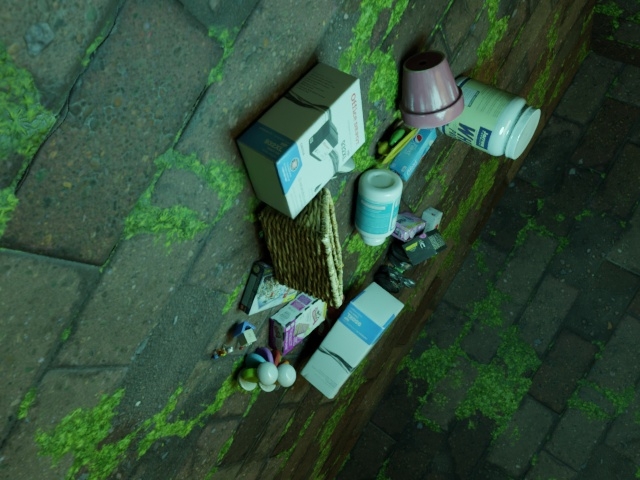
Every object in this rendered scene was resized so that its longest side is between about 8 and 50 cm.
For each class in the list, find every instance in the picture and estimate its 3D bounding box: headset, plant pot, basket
[{"bbox_3d":[0.356,0.134,2.360,0.243,0.185,0.394,-63,166,8],"label":"headset"},{"bbox_3d":[0.336,-0.477,1.670,0.201,0.201,0.180,-46,136,-25],"label":"plant pot"},{"bbox_3d":[0.000,0.000,1.477,0.213,0.223,0.299,-48,143,-34],"label":"basket"}]

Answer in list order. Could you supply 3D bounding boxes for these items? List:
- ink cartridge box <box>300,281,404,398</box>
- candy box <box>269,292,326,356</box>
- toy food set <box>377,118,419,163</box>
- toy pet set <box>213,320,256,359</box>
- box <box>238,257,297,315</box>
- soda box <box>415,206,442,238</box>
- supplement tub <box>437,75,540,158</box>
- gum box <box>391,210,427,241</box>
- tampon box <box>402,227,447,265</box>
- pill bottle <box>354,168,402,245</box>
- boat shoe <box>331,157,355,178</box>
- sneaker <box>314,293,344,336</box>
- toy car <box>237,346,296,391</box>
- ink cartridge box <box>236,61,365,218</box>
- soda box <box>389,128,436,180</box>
[{"bbox_3d":[0.126,0.390,2.125,0.395,0.166,0.285,-57,167,23],"label":"ink cartridge box"},{"bbox_3d":[-0.074,0.272,1.868,0.233,0.071,0.159,-38,147,-38],"label":"candy box"},{"bbox_3d":[0.255,-0.345,1.806,0.218,0.071,0.128,-44,175,-25],"label":"toy food set"},{"bbox_3d":[-0.255,0.292,1.605,0.114,0.065,0.122,-32,167,33],"label":"toy pet set"},{"bbox_3d":[-0.135,0.124,1.626,0.233,0.044,0.159,-12,128,-57],"label":"box"},{"bbox_3d":[0.513,-0.049,2.572,0.069,0.074,0.216,-34,145,-41],"label":"soda box"},{"bbox_3d":[0.635,-0.464,2.044,0.235,0.325,0.235,-42,149,-32],"label":"supplement tub"},{"bbox_3d":[0.351,-0.059,2.229,0.188,0.107,0.062,-19,134,-53],"label":"gum box"},{"bbox_3d":[0.444,0.026,2.274,0.120,0.101,0.161,-32,172,29],"label":"tampon box"},{"bbox_3d":[0.194,-0.106,1.850,0.146,0.146,0.264,-40,149,-35],"label":"pill bottle"},{"bbox_3d":[0.026,-0.215,1.529,0.070,0.077,0.219,-34,174,30],"label":"boat shoe"},{"bbox_3d":[0.052,0.263,2.099,0.128,0.087,0.221,-37,160,-53],"label":"sneaker"},{"bbox_3d":[-0.179,0.421,1.777,0.182,0.136,0.159,17,149,-40],"label":"toy car"},{"bbox_3d":[-0.034,-0.242,1.309,0.307,0.129,0.223,-49,153,-21],"label":"ink cartridge box"},{"bbox_3d":[0.340,-0.327,1.964,0.210,0.067,0.071,-55,154,-6],"label":"soda box"}]
